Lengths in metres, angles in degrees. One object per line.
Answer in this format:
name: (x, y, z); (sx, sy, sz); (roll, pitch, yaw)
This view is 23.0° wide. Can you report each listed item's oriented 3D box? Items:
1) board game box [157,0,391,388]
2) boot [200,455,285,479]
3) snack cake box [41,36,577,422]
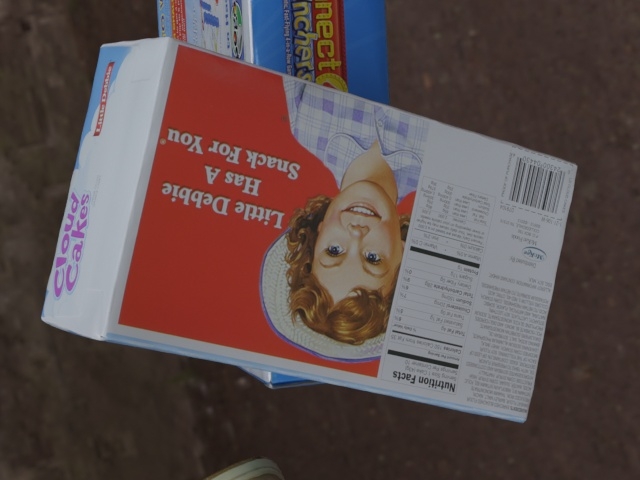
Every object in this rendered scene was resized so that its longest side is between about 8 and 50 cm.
board game box: (-0.038, -0.076, 1.056); (0.302, 0.086, 0.308); (-167, 74, -74)
boot: (-0.023, 0.232, 0.915); (0.213, 0.077, 0.165); (92, 153, -55)
snack cake box: (0.000, 0.000, 0.846); (0.089, 0.264, 0.152); (7, 83, 60)
